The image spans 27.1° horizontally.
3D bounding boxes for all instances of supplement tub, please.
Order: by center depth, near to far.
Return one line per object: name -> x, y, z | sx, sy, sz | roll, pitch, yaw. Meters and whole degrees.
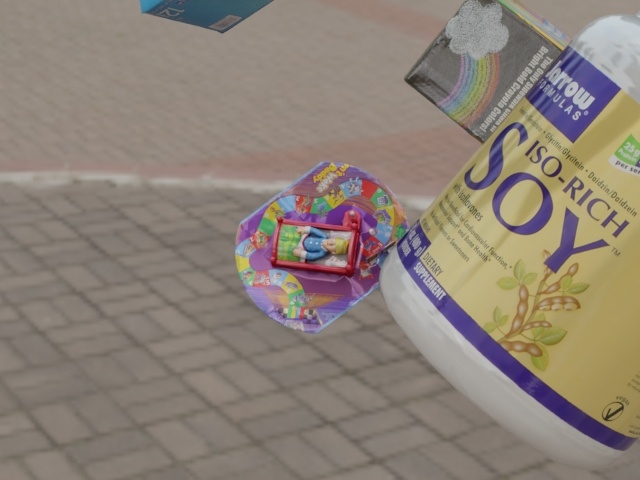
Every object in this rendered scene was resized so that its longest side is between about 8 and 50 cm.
supplement tub -> 0.232, -0.018, 1.009 | 0.241, 0.331, 0.241 | 37, 13, -10

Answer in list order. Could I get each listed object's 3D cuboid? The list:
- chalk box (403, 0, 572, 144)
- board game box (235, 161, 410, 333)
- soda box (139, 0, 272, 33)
chalk box -> 0.221, -0.158, 1.410 | 0.213, 0.132, 0.132 | 40, 19, 7
board game box -> 0.000, 0.000, 1.247 | 0.169, 0.133, 0.033 | -36, -15, -5
soda box -> -0.022, -0.199, 0.775 | 0.067, 0.071, 0.210 | 7, -22, -44
